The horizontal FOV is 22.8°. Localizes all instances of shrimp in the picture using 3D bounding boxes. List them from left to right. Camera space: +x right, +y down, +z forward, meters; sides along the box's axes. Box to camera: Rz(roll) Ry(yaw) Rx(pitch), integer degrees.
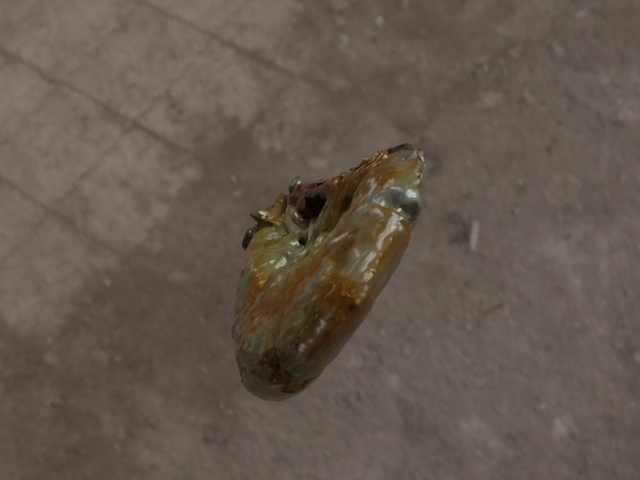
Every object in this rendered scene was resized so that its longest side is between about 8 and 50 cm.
[{"bbox_3d":[0.001,0.001,0.895,0.154,0.062,0.294,-53,15,6],"label":"shrimp"}]
